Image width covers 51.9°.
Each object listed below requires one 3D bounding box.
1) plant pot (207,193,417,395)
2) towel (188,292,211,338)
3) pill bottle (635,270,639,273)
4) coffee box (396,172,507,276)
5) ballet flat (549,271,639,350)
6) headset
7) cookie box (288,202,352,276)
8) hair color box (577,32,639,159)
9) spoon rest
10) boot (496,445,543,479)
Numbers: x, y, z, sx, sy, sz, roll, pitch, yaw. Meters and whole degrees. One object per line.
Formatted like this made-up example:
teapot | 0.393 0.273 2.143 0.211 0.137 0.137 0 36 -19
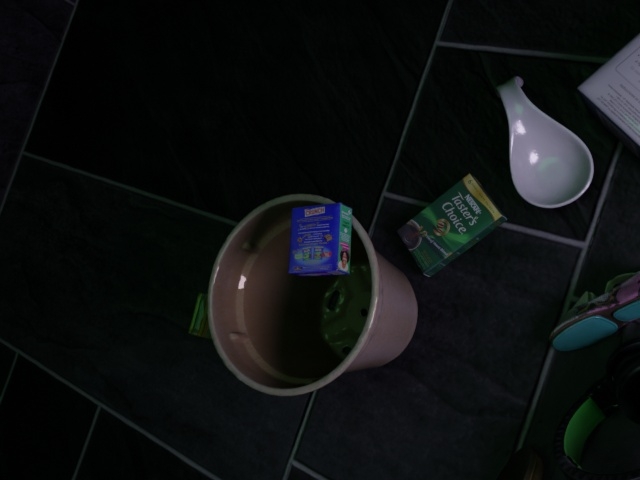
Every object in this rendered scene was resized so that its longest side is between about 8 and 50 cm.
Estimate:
plant pot | 0.020 0.114 1.199 0.334 0.305 0.333 -8 75 30
towel | -0.197 0.181 1.485 0.237 0.021 0.102 5 82 32
pill bottle | 0.530 0.089 1.049 0.043 0.043 0.083 -20 68 26
coffee box | 0.247 -0.029 1.254 0.184 0.040 0.113 -38 61 18
ballet flat | 0.463 0.105 1.056 0.221 0.077 0.079 -41 31 42
headset | 0.523 0.240 0.927 0.394 0.243 0.185 -39 97 3
cookie box | 0.000 0.000 1.032 0.092 0.040 0.107 -4 76 31
hair color box | 0.628 -0.299 1.046 0.374 0.114 0.185 -43 60 16
spoon rest | 0.385 -0.184 1.184 0.137 0.084 0.276 -30 63 22
boot | 0.322 0.492 1.064 0.115 0.112 0.305 18 82 3
